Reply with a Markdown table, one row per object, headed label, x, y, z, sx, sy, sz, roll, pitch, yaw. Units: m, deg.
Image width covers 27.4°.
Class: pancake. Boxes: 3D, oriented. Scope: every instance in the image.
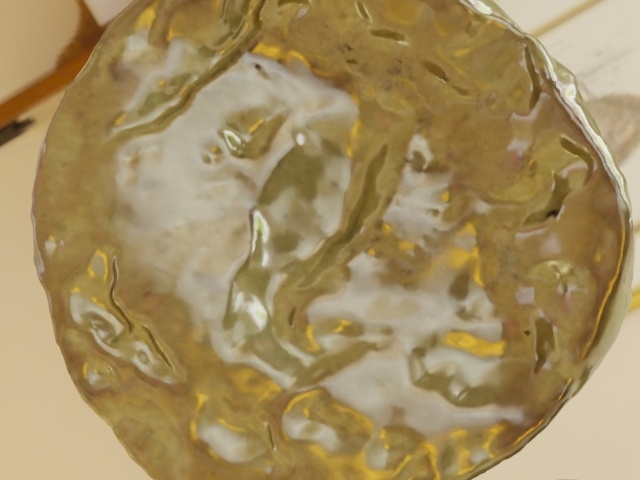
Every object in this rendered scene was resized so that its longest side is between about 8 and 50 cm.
| label | x | y | z | sx | sy | sz | roll | pitch | yaw |
| --- | --- | --- | --- | --- | --- | --- | --- | --- | --- |
| pancake | 0.000 | 0.000 | 0.522 | 0.242 | 0.242 | 0.050 | -30 | 168 | 5 |

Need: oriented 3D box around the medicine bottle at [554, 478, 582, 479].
| label | x | y | z | sx | sy | sz | roll | pitch | yaw |
| --- | --- | --- | --- | --- | --- | --- | --- | --- | --- |
| medicine bottle | 0.175 | 0.407 | 1.086 | 0.384 | 0.224 | 0.224 | -49 | -163 | -29 |
